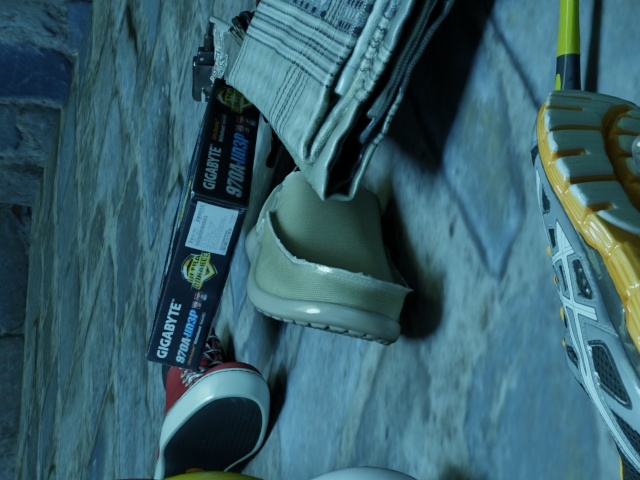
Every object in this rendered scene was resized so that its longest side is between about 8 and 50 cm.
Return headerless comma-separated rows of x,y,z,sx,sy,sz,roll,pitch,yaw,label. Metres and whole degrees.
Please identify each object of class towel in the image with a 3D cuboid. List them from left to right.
0.027,-0.212,0.937,0.312,0.056,0.324,-62,23,11,towel

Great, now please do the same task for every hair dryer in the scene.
-0.038,-0.235,1.244,0.223,0.080,0.293,40,125,51,hair dryer

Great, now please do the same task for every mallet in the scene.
0.131,-0.106,0.705,0.062,0.039,0.189,-178,93,-71,mallet

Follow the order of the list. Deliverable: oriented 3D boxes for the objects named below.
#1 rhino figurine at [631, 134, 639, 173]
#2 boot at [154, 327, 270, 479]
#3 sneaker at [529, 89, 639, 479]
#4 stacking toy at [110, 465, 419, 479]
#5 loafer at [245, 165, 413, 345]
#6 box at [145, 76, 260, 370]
0.195,-0.056,0.421,0.106,0.073,0.243,61,141,33,rhino figurine
-0.107,0.129,1.206,0.244,0.088,0.176,120,154,-54,boot
0.133,0.017,0.564,0.083,0.084,0.214,112,158,-45,sneaker
-0.085,0.258,0.849,0.480,0.351,0.350,-39,42,39,stacking toy
0.000,0.000,0.921,0.268,0.102,0.092,-133,58,-71,loafer
-0.101,-0.020,1.149,0.220,0.051,0.175,-88,15,-57,box
